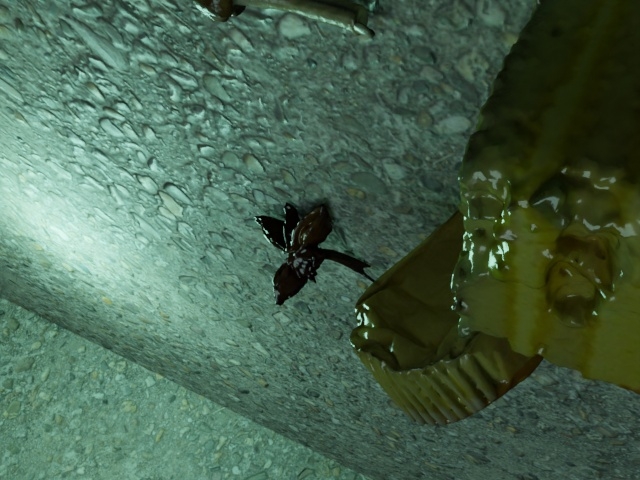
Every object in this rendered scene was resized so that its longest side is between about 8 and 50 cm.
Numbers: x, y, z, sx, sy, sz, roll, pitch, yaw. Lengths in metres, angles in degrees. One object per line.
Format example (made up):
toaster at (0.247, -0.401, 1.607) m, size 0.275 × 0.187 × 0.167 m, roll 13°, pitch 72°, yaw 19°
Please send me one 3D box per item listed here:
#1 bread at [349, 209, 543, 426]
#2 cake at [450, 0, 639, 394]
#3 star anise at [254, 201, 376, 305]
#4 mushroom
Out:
bread at (0.157, 0.075, 0.737) m, size 0.133 × 0.250 × 0.179 m, roll 50°, pitch 167°, yaw -28°
cake at (0.262, -0.019, 0.495) m, size 0.286 × 0.227 × 0.222 m, roll 16°, pitch 150°, yaw 25°
star anise at (-0.001, 0.010, 1.009) m, size 0.158 × 0.144 × 0.140 m, roll -20°, pitch 81°, yaw 48°
mushroom at (-0.036, -0.221, 0.634) m, size 0.187 × 0.060 × 0.061 m, roll 15°, pitch 143°, yaw 16°
